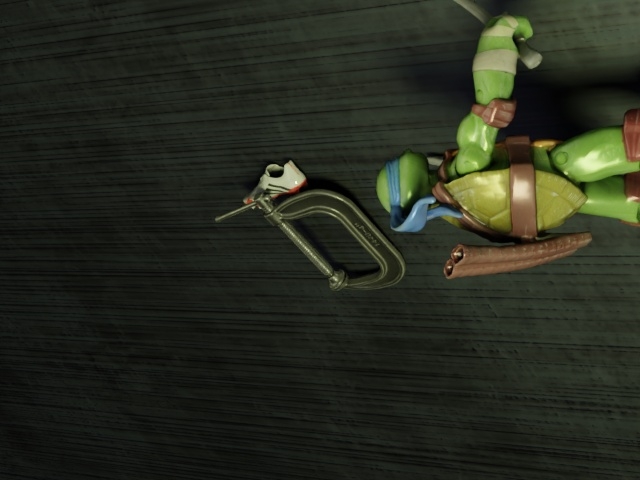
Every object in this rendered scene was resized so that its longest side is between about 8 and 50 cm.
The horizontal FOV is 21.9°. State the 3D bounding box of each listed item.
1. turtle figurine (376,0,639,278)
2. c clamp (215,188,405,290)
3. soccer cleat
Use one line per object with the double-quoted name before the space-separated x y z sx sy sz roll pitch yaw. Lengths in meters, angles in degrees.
"turtle figurine" 0.185 -0.092 1.273 0.266 0.274 0.197 4 114 11
"c clamp" 0.000 0.000 1.597 0.137 0.022 0.161 -25 123 39
"soccer cleat" -0.047 -0.055 1.592 0.083 0.029 0.035 -15 113 46
